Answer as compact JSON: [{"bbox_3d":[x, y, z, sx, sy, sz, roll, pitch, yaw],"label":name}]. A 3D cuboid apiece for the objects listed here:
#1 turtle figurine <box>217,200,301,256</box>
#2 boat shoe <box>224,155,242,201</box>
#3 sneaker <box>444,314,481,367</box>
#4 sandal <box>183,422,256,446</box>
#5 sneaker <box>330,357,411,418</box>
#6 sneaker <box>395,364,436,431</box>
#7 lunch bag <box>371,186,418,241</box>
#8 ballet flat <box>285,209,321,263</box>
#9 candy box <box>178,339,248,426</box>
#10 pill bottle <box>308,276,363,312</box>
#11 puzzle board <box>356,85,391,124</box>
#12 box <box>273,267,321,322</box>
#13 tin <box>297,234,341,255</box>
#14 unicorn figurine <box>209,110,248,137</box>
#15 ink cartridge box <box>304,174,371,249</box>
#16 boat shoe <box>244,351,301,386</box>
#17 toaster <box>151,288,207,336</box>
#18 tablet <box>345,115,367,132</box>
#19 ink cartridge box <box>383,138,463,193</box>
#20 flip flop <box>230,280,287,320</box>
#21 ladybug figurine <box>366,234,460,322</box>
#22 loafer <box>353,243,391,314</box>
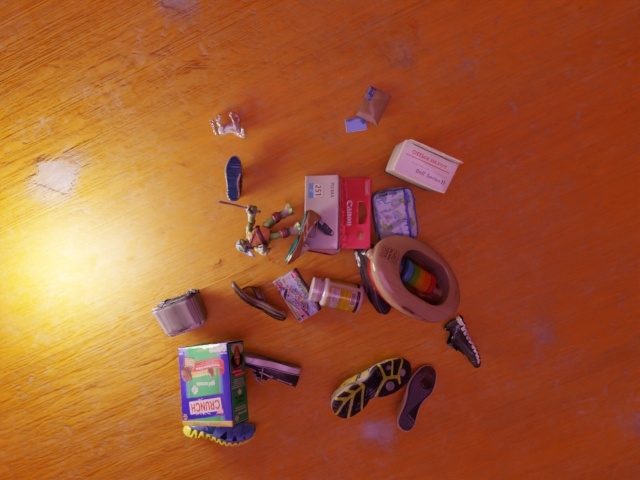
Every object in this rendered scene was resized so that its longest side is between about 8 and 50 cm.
[{"bbox_3d":[-0.218,-0.050,1.639,0.266,0.198,0.274,-25,133,-10],"label":"turtle figurine"},{"bbox_3d":[-0.349,-0.253,1.696,0.066,0.066,0.183,8,104,3],"label":"boat shoe"},{"bbox_3d":[0.593,0.437,1.763,0.106,0.078,0.234,-24,93,8],"label":"sneaker"},{"bbox_3d":[-0.438,0.804,1.828,0.317,0.126,0.138,9,94,-1],"label":"sandal"},{"bbox_3d":[0.205,0.598,1.774,0.385,0.147,0.145,-22,94,-13],"label":"sneaker"},{"bbox_3d":[0.398,0.668,1.800,0.106,0.123,0.290,31,77,8],"label":"sneaker"},{"bbox_3d":[0.301,-0.104,1.688,0.176,0.090,0.219,-8,99,0],"label":"lunch bag"},{"bbox_3d":[-0.063,-0.004,1.618,0.073,0.080,0.232,22,97,-11],"label":"ballet flat"},{"bbox_3d":[-0.440,0.583,1.708,0.268,0.122,0.317,-12,79,25],"label":"candy box"},{"bbox_3d":[0.063,0.220,1.716,0.208,0.119,0.119,14,98,-6],"label":"pill bottle"},{"bbox_3d":[0.211,-0.537,1.662,0.096,0.011,0.128,26,94,-1],"label":"puzzle board"},{"bbox_3d":[-0.098,0.232,1.773,0.114,0.036,0.207,-32,96,6],"label":"box"},{"bbox_3d":[0.000,0.000,1.738,0.190,0.040,0.106,11,102,1],"label":"tin"},{"bbox_3d":[-0.358,-0.459,1.678,0.162,0.060,0.111,-8,99,19],"label":"unicorn figurine"},{"bbox_3d":[0.069,-0.112,1.660,0.261,0.066,0.296,0,88,13],"label":"ink cartridge box"},{"bbox_3d":[-0.240,0.555,1.787,0.306,0.113,0.105,16,84,-10],"label":"boat shoe"},{"bbox_3d":[-0.578,0.303,1.756,0.227,0.129,0.146,-22,101,3],"label":"toaster"},{"bbox_3d":[0.143,-0.467,1.680,0.083,0.006,0.054,-8,98,2],"label":"tablet"},{"bbox_3d":[0.363,-0.266,1.526,0.207,0.353,0.119,24,98,-1],"label":"ink cartridge box"},{"bbox_3d":[-0.255,0.243,1.754,0.277,0.112,0.080,29,72,0],"label":"flip flop"},{"bbox_3d":[0.350,0.154,1.644,0.449,0.162,0.305,34,61,-18],"label":"ladybug figurine"},{"bbox_3d":[0.216,0.160,1.736,0.095,0.109,0.302,-7,101,47],"label":"loafer"}]
